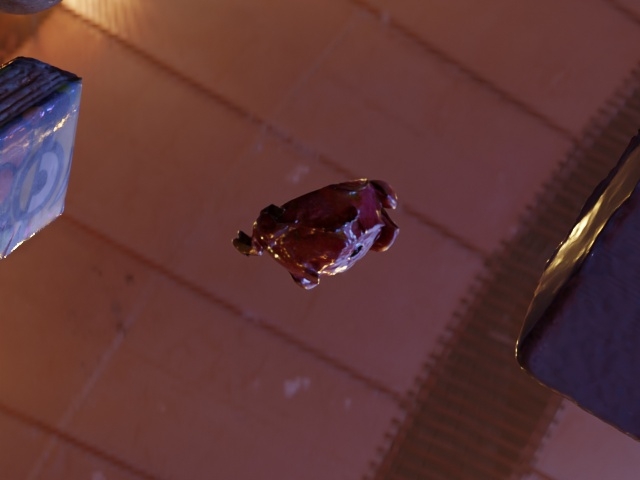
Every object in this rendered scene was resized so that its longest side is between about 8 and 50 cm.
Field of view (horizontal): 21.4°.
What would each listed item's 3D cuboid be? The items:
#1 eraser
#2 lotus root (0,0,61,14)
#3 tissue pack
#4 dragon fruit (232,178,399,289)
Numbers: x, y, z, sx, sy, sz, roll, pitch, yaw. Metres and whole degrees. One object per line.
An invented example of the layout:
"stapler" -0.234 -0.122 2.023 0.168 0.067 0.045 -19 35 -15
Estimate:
"eraser" 0.257 -0.046 1.062 0.111 0.077 0.352 31 -76 -9
"lotus root" -0.261 -0.314 1.597 0.140 0.322 0.158 13 -105 -20
"tissue pack" -0.207 -0.035 1.014 0.060 0.109 0.148 24 -145 16
"dragon fruit" 0.004 -0.002 1.363 0.126 0.112 0.068 -16 -103 -19
